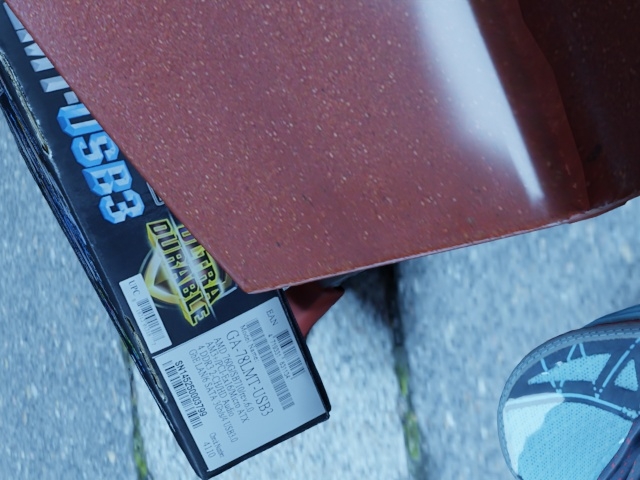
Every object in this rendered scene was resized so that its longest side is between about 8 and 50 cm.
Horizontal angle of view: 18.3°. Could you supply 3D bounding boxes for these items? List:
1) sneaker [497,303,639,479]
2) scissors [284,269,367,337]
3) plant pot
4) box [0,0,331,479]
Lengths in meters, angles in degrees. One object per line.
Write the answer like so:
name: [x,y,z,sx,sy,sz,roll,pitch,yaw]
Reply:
sneaker: [0.125,0.089,0.608,0.262,0.125,0.104,26,119,53]
scissors: [0.000,0.000,0.884,0.297,0.021,0.109,-48,56,53]
plant pot: [0.046,-0.129,0.575,0.267,0.267,0.236,-15,96,58]
box: [-0.114,-0.091,0.850,0.295,0.073,0.293,54,166,49]
